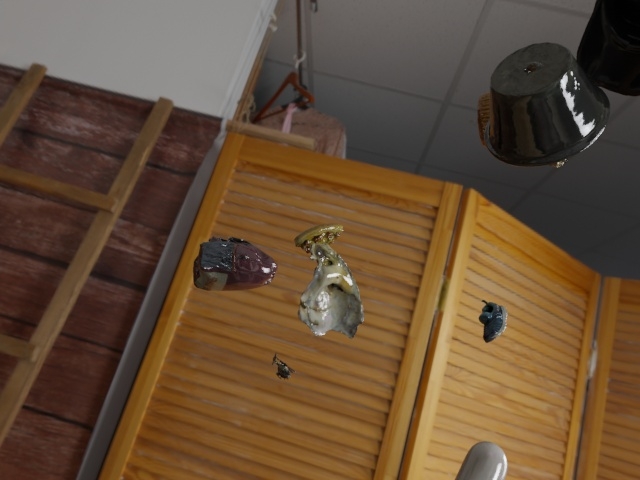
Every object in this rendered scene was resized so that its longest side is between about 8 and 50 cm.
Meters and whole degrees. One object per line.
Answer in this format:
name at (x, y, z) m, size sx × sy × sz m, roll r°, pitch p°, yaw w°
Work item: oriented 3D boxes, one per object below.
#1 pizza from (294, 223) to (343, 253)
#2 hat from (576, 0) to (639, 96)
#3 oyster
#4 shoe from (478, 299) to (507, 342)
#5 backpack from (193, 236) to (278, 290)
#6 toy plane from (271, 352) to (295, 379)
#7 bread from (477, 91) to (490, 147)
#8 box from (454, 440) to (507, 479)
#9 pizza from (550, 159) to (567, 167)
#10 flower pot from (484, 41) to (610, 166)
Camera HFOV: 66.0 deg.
pizza at (0.000, 0.000, 1.652) m, size 0.174 × 0.046 × 0.134 m, roll -23°, pitch -33°, yaw -6°
hat at (0.703, -0.491, 1.035) m, size 0.238 × 0.209 × 0.336 m, roll 33°, pitch -39°, yaw 17°
oyster at (0.028, 0.172, 1.581) m, size 0.275 × 0.271 × 0.100 m, roll 33°, pitch -13°, yaw -21°
shoe at (0.478, 0.226, 1.383) m, size 0.071 × 0.143 × 0.064 m, roll 32°, pitch -45°, yaw 0°
backpack at (-0.321, 0.093, 1.901) m, size 0.316 × 0.198 × 0.283 m, roll 5°, pitch -17°, yaw -18°
toy plane at (-0.128, 0.420, 1.624) m, size 0.031 × 0.049 × 0.120 m, roll 13°, pitch 10°, yaw -40°
bread at (0.601, -0.417, 1.715) m, size 0.104 × 0.199 × 0.199 m, roll -3°, pitch -23°, yaw 26°
box at (0.546, 0.871, 1.721) m, size 0.141 × 0.289 × 0.349 m, roll 23°, pitch -29°, yaw 30°
pizza at (0.845, -0.359, 1.774) m, size 0.062 × 0.182 × 0.161 m, roll 5°, pitch -28°, yaw -32°
flower pot at (0.418, -0.276, 0.947) m, size 0.235 × 0.236 × 0.148 m, roll 5°, pitch -30°, yaw 38°
